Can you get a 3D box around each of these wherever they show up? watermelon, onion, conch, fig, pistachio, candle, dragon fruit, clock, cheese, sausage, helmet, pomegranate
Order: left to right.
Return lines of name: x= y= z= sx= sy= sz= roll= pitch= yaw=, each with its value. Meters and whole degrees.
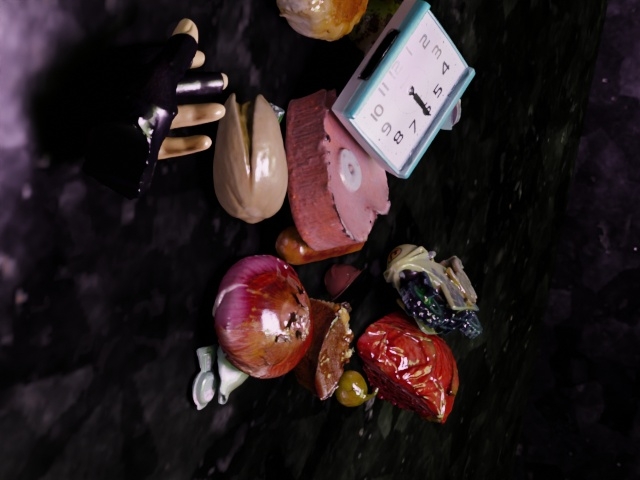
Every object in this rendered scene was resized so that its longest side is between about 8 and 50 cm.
cheese: x=-0.211 y=0.252 z=1.625 sx=0.067 sy=0.026 sz=0.121 roll=-8 pitch=107 yaw=-61
conch: x=-0.153 y=0.220 z=1.661 sx=0.088 sy=0.065 sz=0.180 roll=83 pitch=27 yaw=-52
pistachio: x=-0.120 y=-0.137 z=1.499 sx=0.135 sy=0.135 sz=0.226 roll=-24 pitch=118 yaw=-54
watermelon: x=-0.102 y=-0.223 z=1.569 sx=0.061 sy=0.085 sz=0.085 roll=38 pitch=68 yaw=-28
onion: x=-0.085 y=0.134 z=1.613 sx=0.230 sy=0.163 sz=0.230 roll=15 pitch=69 yaw=-42
sausage: x=-0.005 y=0.002 z=1.781 sx=0.302 sy=0.102 sz=0.076 roll=-11 pitch=82 yaw=-58
candle: x=0.012 y=-0.137 z=1.676 sx=0.317 sy=0.131 sz=0.287 roll=-60 pitch=133 yaw=-59
helmet: x=0.041 y=0.080 z=1.947 sx=0.089 sy=0.057 sz=0.111 roll=-49 pitch=176 yaw=33
fig: x=0.082 y=0.363 z=2.119 sx=0.084 sy=0.098 sz=0.082 roll=-53 pitch=148 yaw=-12
pomegranate: x=0.123 y=-0.405 z=1.740 sx=0.125 sy=0.138 sz=0.163 roll=123 pitch=-25 yaw=-46
dragon fruit: x=0.196 y=0.329 z=2.252 sx=0.240 sy=0.302 sz=0.330 roll=-45 pitch=136 yaw=14
clock: x=0.146 y=-0.287 z=1.675 sx=0.262 sy=0.116 sz=0.231 roll=-58 pitch=136 yaw=-8

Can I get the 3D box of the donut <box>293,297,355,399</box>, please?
donut: x=-0.005 y=0.218 z=1.867 sx=0.144 sy=0.126 sz=0.187 roll=-45 pitch=137 yaw=-30

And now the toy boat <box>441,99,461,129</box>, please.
toy boat: x=0.310 y=-0.313 z=2.249 sx=0.122 sy=0.034 sz=0.096 roll=-33 pitch=132 yaw=-38

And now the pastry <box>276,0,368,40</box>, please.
pastry: x=0.009 y=-0.473 z=1.548 sx=0.257 sy=0.120 sz=0.236 roll=-12 pitch=118 yaw=-60

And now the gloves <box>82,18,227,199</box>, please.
gloves: x=-0.227 y=-0.198 z=1.245 sx=0.301 sy=0.152 sz=0.197 roll=-45 pitch=162 yaw=-51

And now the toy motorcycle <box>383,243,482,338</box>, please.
toy motorcycle: x=0.287 y=0.135 z=2.236 sx=0.168 sy=0.237 sz=0.410 roll=-36 pitch=154 yaw=18
